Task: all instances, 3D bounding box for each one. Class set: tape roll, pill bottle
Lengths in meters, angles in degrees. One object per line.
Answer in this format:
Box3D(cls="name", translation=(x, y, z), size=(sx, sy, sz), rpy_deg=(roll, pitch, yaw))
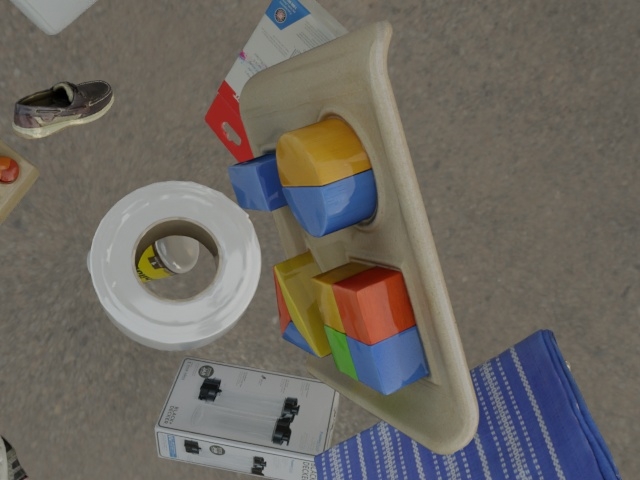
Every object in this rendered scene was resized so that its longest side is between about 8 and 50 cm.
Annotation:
Box3D(cls="tape roll", translation=(-0.245, 0.043, 1.246), size=(0.286, 0.100, 0.286), rpy_deg=(3, 72, -10))
Box3D(cls="pill bottle", translation=(-0.355, 0.026, 1.428), size=(0.117, 0.215, 0.117), rpy_deg=(34, 50, -51))

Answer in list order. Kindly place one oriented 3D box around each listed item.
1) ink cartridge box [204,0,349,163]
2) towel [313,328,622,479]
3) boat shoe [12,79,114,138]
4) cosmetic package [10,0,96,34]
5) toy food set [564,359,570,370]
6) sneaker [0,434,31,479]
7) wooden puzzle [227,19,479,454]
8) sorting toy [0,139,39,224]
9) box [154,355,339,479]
Box3D(cls="ink cartridge box", translation=(-0.056, -0.221, 1.035), size=(0.078, 0.231, 0.134), rpy_deg=(-1, 45, -52))
Box3D(cls="towel", translation=(0.128, 0.251, 0.745), size=(0.336, 0.243, 0.040), rpy_deg=(-35, 123, 20))
Box3D(cls="boat shoe", translation=(-0.606, -0.331, 1.727), size=(0.103, 0.092, 0.285), rpy_deg=(35, 44, 18))
Box3D(cls="cosmetic package", translation=(-0.278, -0.456, 0.561), size=(0.327, 0.393, 0.329), rpy_deg=(-43, 64, -3))
Box3D(cls="toy food set", translation=(0.294, 0.336, 0.895), size=(0.092, 0.219, 0.306), rpy_deg=(1, 46, 11))
Box3D(cls="sneaker", translation=(-0.208, 0.197, 0.497), size=(0.063, 0.170, 0.075), rpy_deg=(-49, 135, -7))
Box3D(cls="wooden puzzle", translation=(0.000, 0.000, 0.683), size=(0.080, 0.322, 0.347), rpy_deg=(-16, 101, -21))
Box3D(cls="sorting toy", translation=(-0.828, -0.121, 1.685), size=(0.229, 0.041, 0.307), rpy_deg=(44, 57, -28))
Box3D(cls="box", translation=(-0.120, 0.311, 1.254), size=(0.290, 0.169, 0.087), rpy_deg=(8, 130, 4))
